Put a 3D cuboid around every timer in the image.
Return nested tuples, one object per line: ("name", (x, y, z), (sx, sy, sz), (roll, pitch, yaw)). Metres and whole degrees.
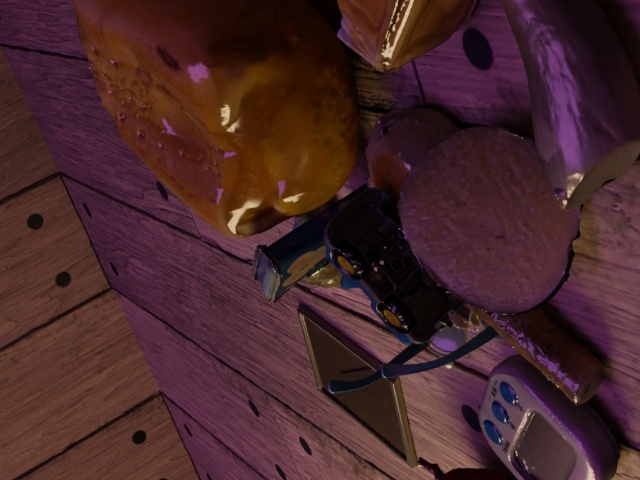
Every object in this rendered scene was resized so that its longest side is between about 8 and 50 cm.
("timer", (0.284, 0.245, 1.330), (0.191, 0.069, 0.208), (48, 154, 26))

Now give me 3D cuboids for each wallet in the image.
("wallet", (-0.001, 0.000, 1.452), (0.059, 0.202, 0.141), (52, 161, 15))

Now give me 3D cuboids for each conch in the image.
("conch", (-0.006, 0.005, 1.615), (0.116, 0.106, 0.173), (-127, 32, -73))

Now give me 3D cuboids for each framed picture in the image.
("framed picture", (0.061, 0.255, 1.879), (0.289, 0.020, 0.211), (33, 146, 48))

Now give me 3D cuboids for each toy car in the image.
("toy car", (0.081, 0.037, 1.261), (0.191, 0.097, 0.100), (50, 158, -5))

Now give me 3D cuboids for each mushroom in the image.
("mushroom", (0.224, -0.151, 0.941), (0.108, 0.096, 0.247), (-1, 112, 65))

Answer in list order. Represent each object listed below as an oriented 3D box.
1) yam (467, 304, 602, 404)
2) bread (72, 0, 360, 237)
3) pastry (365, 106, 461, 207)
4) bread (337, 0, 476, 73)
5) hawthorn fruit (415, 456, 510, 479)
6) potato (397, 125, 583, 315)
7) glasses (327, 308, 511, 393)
("yam", (0.219, 0.078, 1.266), (0.300, 0.066, 0.066), (47, 154, 30))
("bread", (-0.113, -0.207, 1.399), (0.394, 0.250, 0.361), (38, 152, 36))
("pastry", (0.120, -0.079, 1.255), (0.166, 0.088, 0.166), (47, 155, 31))
("bread", (0.095, -0.274, 1.007), (0.107, 0.136, 0.241), (54, 158, 15))
("hawthorn fruit", (0.217, 0.417, 1.518), (0.253, 0.205, 0.205), (60, 158, 14))
("potato", (0.182, -0.031, 1.140), (0.202, 0.182, 0.117), (40, -167, -5))
("glasses", (0.126, 0.127, 1.345), (0.189, 0.220, 0.088), (-24, 76, 55))
